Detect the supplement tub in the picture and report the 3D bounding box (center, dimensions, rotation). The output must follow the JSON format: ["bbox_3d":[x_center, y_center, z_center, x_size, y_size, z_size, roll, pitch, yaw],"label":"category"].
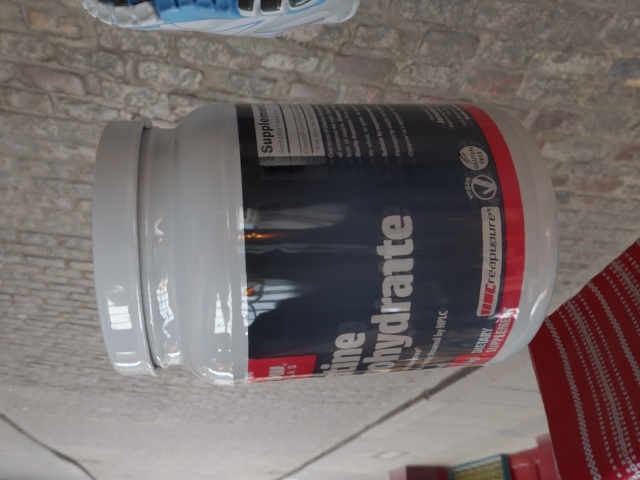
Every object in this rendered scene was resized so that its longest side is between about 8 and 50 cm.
[{"bbox_3d":[0.000,0.000,0.400,0.272,0.191,0.191,-3,153,-9],"label":"supplement tub"}]

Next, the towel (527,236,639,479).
[{"bbox_3d":[0.268,0.062,0.440,0.031,0.199,0.275,26,125,-10],"label":"towel"}]

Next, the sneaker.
[{"bbox_3d":[-0.063,-0.153,0.349,0.190,0.071,0.083,14,-174,23],"label":"sneaker"}]
